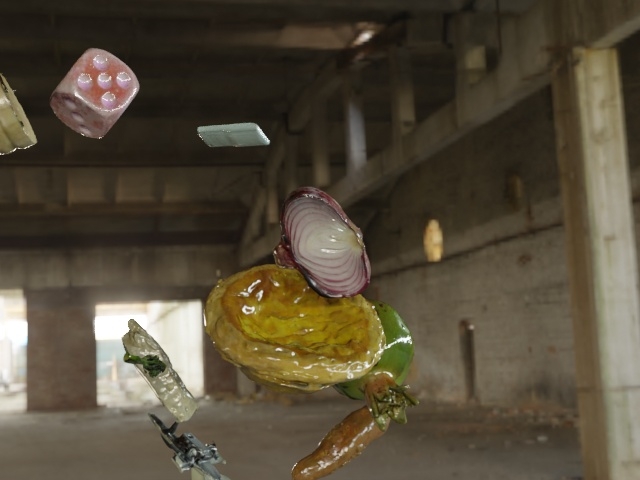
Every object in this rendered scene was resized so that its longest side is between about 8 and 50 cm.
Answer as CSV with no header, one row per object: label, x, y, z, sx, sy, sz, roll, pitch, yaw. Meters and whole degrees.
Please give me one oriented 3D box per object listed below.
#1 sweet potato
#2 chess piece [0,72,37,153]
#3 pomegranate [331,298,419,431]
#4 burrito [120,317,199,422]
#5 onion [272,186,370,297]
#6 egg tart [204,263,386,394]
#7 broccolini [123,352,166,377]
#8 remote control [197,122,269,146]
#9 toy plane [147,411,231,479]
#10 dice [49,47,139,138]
sweet potato,0.075,0.473,2.256,0.354,0.095,0.106,-35,13,-33
chess piece,-0.635,-0.160,1.543,0.301,0.137,0.137,-25,-4,-8
pomegranate,0.103,0.243,1.978,0.231,0.231,0.286,-1,16,-14
burrito,-0.314,0.252,1.806,0.063,0.229,0.058,-34,6,-10
onion,0.000,0.000,1.579,0.151,0.206,0.098,-18,19,15
egg tart,-0.048,0.170,1.638,0.341,0.129,0.341,9,27,-5
broccolini,-0.288,0.199,1.500,0.035,0.030,0.140,-41,-18,3
remote control,-0.190,-0.225,2.021,0.162,0.029,0.061,-1,-34,30
toy plane,-0.319,0.486,2.214,0.088,0.262,0.192,-47,-23,13
dice,-0.317,-0.205,1.308,0.091,0.094,0.093,38,-31,-15
